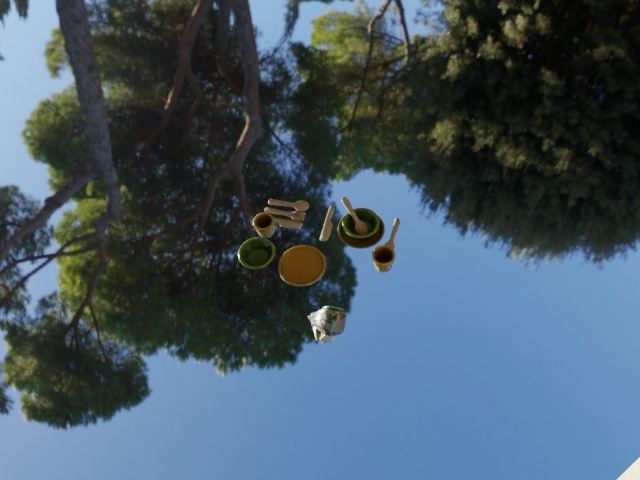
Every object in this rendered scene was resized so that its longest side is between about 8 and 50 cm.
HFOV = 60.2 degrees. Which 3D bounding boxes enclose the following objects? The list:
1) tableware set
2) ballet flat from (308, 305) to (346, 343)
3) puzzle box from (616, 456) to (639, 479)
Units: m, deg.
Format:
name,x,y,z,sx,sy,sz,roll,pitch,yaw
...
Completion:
name,x,y,z,sx,sy,sz,roll,pitch,yaw
tableware set,0.000,0.000,0.551,0.154,0.024,0.104,11,-122,13
ballet flat,0.005,0.097,0.624,0.041,0.114,0.041,1,-101,-4
puzzle box,0.177,0.244,0.195,0.052,0.409,0.272,26,-163,-35
